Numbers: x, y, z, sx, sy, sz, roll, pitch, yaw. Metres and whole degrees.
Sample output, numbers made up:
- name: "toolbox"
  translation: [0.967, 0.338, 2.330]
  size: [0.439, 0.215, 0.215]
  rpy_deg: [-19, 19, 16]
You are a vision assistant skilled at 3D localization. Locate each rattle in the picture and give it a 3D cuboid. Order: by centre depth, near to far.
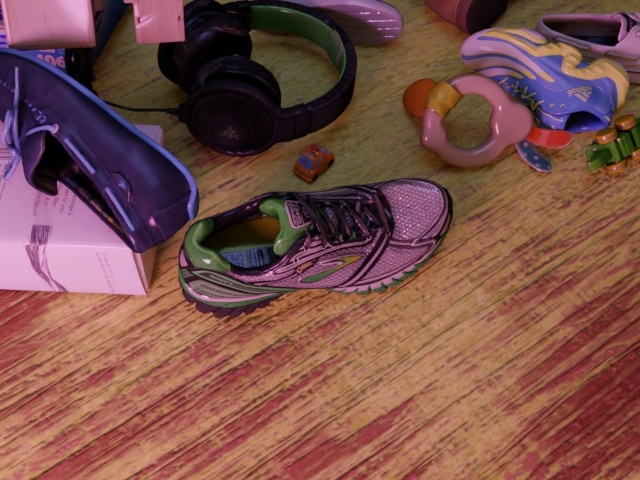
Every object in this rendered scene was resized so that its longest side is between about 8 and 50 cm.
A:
- name: "rattle"
  translation: [0.225, -0.158, 1.346]
  size: [0.199, 0.143, 0.130]
  rpy_deg: [5, 86, -13]

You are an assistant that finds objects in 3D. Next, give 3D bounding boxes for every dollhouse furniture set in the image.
- name: "dollhouse furniture set"
  translation: [-0.333, -0.393, 1.271]
  size: [0.303, 0.174, 0.355]
  rpy_deg: [-4, 32, -9]

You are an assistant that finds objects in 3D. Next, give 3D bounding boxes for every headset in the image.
- name: "headset"
  translation: [-0.140, -0.237, 1.314]
  size: [0.394, 0.185, 0.243]
  rpy_deg: [-17, 55, -15]

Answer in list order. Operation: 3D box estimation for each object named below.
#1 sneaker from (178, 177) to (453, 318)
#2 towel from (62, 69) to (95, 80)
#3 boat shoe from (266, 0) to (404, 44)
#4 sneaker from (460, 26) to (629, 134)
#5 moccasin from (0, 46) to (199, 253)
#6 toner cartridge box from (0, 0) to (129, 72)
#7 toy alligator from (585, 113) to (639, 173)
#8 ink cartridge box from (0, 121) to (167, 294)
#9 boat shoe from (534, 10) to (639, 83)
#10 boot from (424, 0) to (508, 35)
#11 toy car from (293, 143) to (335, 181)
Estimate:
- name: "sneaker"
  translation: [0.000, 0.000, 1.154]
  size: [0.343, 0.146, 0.134]
  rpy_deg: [-17, 71, -10]
- name: "towel"
  translation: [-0.390, -0.235, 1.413]
  size: [0.119, 0.029, 0.067]
  rpy_deg: [-32, 57, -20]
- name: "boat shoe"
  translation: [0.016, -0.352, 1.457]
  size: [0.226, 0.083, 0.076]
  rpy_deg: [9, 56, 8]
- name: "sneaker"
  translation: [0.304, -0.215, 1.348]
  size: [0.240, 0.091, 0.126]
  rpy_deg: [14, 56, 10]
- name: "moccasin"
  translation: [-0.296, -0.109, 1.113]
  size: [0.342, 0.138, 0.117]
  rpy_deg: [31, 64, 22]
- name: "toner cartridge box"
  translation: [-0.372, -0.395, 1.481]
  size: [0.165, 0.075, 0.348]
  rpy_deg: [6, 50, 11]
- name: "toy alligator"
  translation: [0.417, -0.144, 1.321]
  size: [0.189, 0.056, 0.051]
  rpy_deg: [-33, 20, -21]
- name: "ink cartridge box"
  translation: [-0.338, -0.045, 1.221]
  size: [0.272, 0.115, 0.198]
  rpy_deg: [3, 55, 3]
- name: "boat shoe"
  translation: [0.433, -0.283, 1.398]
  size: [0.258, 0.084, 0.095]
  rpy_deg: [-2, 54, 0]
- name: "boot"
  translation: [0.284, -0.437, 1.507]
  size: [0.305, 0.112, 0.115]
  rpy_deg: [-39, 52, -21]
- name: "toy car"
  translation: [0.011, -0.085, 1.289]
  size: [0.060, 0.040, 0.122]
  rpy_deg: [-27, 57, -17]
